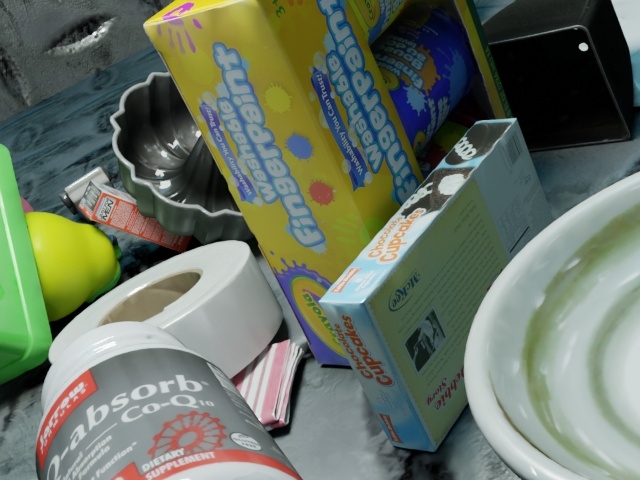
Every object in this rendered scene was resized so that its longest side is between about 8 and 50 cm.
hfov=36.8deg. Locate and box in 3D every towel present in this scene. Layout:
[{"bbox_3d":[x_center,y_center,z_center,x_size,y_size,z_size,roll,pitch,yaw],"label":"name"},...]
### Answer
[{"bbox_3d":[-0.117,0.192,1.125,0.197,0.029,0.144,-20,26,19],"label":"towel"}]

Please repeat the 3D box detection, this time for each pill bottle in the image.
[{"bbox_3d":[-0.147,0.219,0.882,0.210,0.210,0.363,-32,27,-12],"label":"pill bottle"}]

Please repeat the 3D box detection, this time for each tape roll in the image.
[{"bbox_3d":[-0.193,0.114,1.212,0.286,0.100,0.286,-24,17,8],"label":"tape roll"}]

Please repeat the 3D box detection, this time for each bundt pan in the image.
[{"bbox_3d":[-0.167,-0.122,1.512,0.331,0.124,0.330,9,48,-10],"label":"bundt pan"}]

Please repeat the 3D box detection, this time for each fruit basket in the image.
[{"bbox_3d":[-0.505,0.049,1.476,0.283,0.392,0.392,-27,24,21],"label":"fruit basket"}]

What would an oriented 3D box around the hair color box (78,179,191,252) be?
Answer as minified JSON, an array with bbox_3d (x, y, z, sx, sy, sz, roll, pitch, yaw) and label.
[{"bbox_3d":[-0.299,-0.038,1.569,0.053,0.167,0.093,-65,29,3],"label":"hair color box"}]

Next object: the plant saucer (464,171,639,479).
[{"bbox_3d":[0.302,0.068,0.672,0.401,0.100,0.400,-22,27,12],"label":"plant saucer"}]

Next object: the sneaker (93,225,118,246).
[{"bbox_3d":[-0.427,0.010,1.713,0.087,0.083,0.221,-25,27,-31],"label":"sneaker"}]

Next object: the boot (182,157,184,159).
[{"bbox_3d":[-0.237,-0.098,1.685,0.179,0.085,0.236,-30,18,43],"label":"boot"}]

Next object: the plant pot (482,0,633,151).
[{"bbox_3d":[0.327,-0.251,1.326,0.187,0.188,0.167,-4,44,39],"label":"plant pot"}]

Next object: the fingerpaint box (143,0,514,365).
[{"bbox_3d":[0.059,-0.140,1.099,0.163,0.444,0.371,-3,33,38],"label":"fingerpaint box"}]

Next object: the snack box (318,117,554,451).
[{"bbox_3d":[0.140,0.036,0.991,0.060,0.187,0.322,0,35,43],"label":"snack box"}]

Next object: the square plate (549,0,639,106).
[{"bbox_3d":[0.427,-0.306,1.531,0.344,0.049,0.347,4,38,46],"label":"square plate"}]

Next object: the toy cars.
[{"bbox_3d":[-0.370,-0.125,1.811,0.394,0.087,0.176,-36,0,38],"label":"toy cars"}]

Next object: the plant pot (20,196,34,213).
[{"bbox_3d":[-0.635,-0.004,1.805,0.201,0.201,0.180,-7,15,35],"label":"plant pot"}]
